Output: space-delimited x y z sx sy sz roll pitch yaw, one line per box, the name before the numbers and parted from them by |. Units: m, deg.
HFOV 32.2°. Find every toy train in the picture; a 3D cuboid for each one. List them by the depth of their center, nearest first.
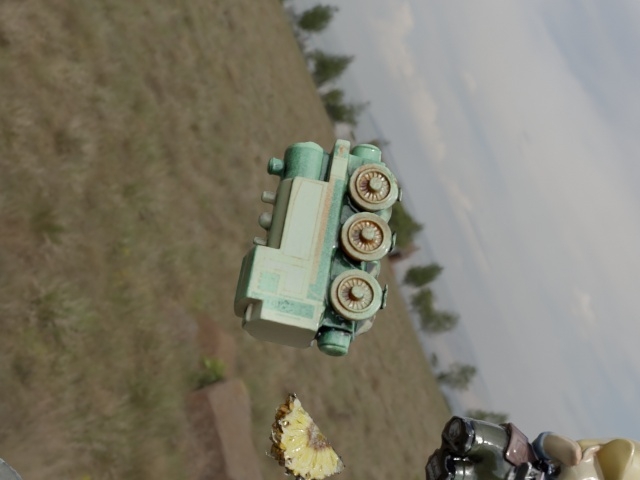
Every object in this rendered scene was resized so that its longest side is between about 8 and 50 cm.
toy train | 0.000 0.000 0.952 0.081 0.125 0.194 117 -16 -66

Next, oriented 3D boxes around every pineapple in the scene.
pineapple | -0.016 0.161 0.857 0.019 0.045 0.083 10 -41 54

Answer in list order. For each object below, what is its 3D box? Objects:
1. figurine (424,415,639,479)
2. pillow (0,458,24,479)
figurine | 0.179 0.188 0.845 0.196 0.114 0.108 24 0 -24
pillow | -0.234 0.345 0.893 0.326 0.228 0.101 41 13 15
